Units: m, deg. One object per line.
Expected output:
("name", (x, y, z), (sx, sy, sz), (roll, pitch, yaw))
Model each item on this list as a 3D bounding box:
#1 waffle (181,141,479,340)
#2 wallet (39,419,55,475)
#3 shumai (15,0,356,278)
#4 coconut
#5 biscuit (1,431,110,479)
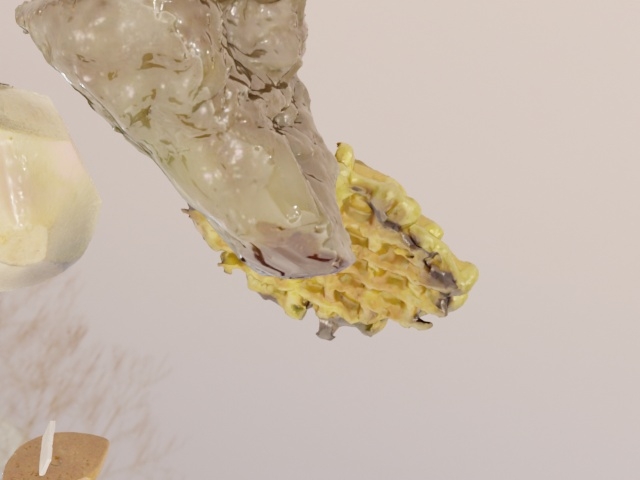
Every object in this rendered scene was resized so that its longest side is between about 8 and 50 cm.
("waffle", (0.000, 0.000, 1.550), (0.382, 0.095, 0.379), (-10, -44, 42))
("wallet", (-0.434, 0.327, 1.818), (0.011, 0.083, 0.044), (18, -53, -21))
("shumai", (-0.103, -0.091, 1.000), (0.217, 0.283, 0.346), (-12, 2, 11))
("coconut", (-0.506, -0.072, 1.747), (0.353, 0.352, 0.352), (22, -29, 13))
("biscuit", (-0.472, 0.397, 2.029), (0.142, 0.221, 0.029), (30, -54, 29))
